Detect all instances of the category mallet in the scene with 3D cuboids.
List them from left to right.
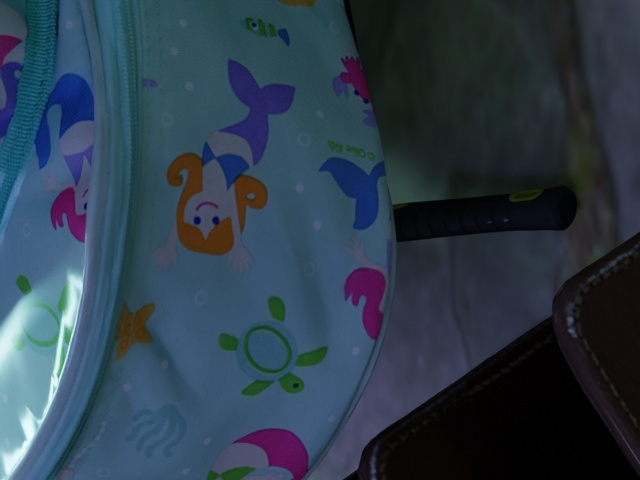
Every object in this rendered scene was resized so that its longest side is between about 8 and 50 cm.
[{"bbox_3d":[0.000,0.000,0.730,0.190,0.062,0.039,-2,114,38],"label":"mallet"}]

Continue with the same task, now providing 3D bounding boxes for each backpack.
[{"bbox_3d":[-0.087,-0.024,0.624,0.225,0.191,0.253,-46,50,43],"label":"backpack"}]

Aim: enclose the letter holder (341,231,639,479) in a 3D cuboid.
[{"bbox_3d":[0.127,0.165,0.604,0.302,0.214,0.152,52,136,9],"label":"letter holder"}]
